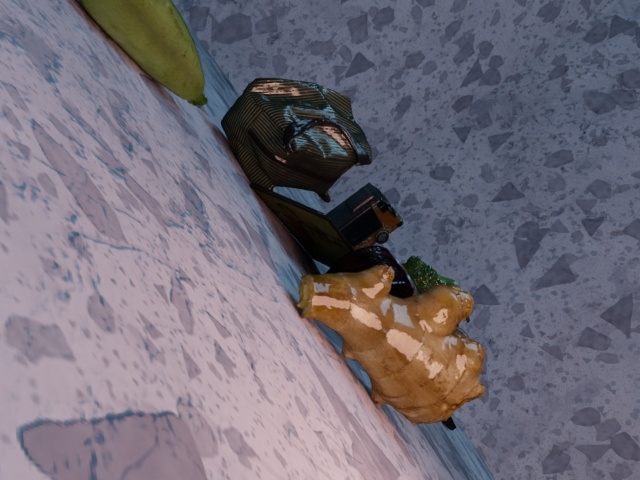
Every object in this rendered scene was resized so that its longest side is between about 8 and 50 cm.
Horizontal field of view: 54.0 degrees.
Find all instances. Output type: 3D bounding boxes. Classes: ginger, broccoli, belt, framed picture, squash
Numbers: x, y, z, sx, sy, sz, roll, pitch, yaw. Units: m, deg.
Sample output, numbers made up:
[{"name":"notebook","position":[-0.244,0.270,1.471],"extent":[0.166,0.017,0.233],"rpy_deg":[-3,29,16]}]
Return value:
[{"name":"ginger","position":[0.140,0.156,1.051],"extent":[0.375,0.236,0.166],"rpy_deg":[48,23,-35]},{"name":"broccoli","position":[0.331,0.265,2.026],"extent":[0.413,0.321,0.310],"rpy_deg":[58,33,-1]},{"name":"belt","position":[0.113,0.125,1.360],"extent":[0.164,0.184,0.289],"rpy_deg":[52,-1,36]},{"name":"framed picture","position":[0.000,0.000,1.459],"extent":[0.255,0.014,0.338],"rpy_deg":[26,-16,39]},{"name":"squash","position":[-0.275,-0.344,1.038],"extent":[0.118,0.118,0.370],"rpy_deg":[58,4,25]}]

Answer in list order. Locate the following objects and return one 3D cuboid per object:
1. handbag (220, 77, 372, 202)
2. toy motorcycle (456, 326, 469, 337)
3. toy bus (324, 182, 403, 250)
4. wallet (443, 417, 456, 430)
[{"name":"handbag","position":[-0.050,-0.240,1.532],"extent":[0.341,0.247,0.240],"rpy_deg":[3,58,-41]},{"name":"toy motorcycle","position":[0.206,0.215,1.506],"extent":[0.296,0.198,0.109],"rpy_deg":[34,8,28]},{"name":"toy bus","position":[0.114,-0.047,2.050],"extent":[0.167,0.275,0.138],"rpy_deg":[51,6,-35]},{"name":"wallet","position":[0.386,0.528,2.258],"extent":[0.165,0.042,0.309],"rpy_deg":[55,5,-38]}]
